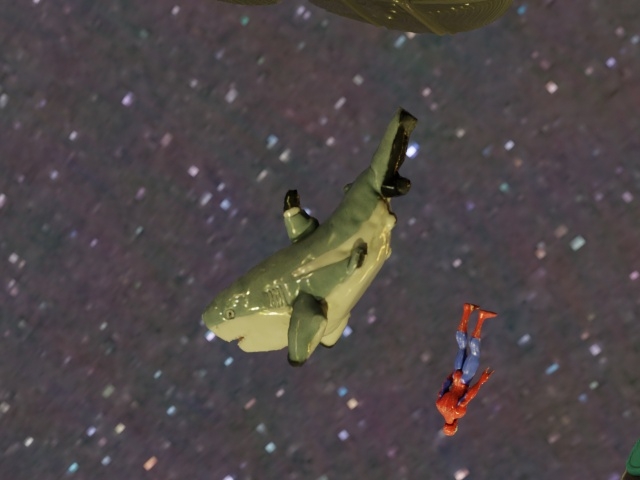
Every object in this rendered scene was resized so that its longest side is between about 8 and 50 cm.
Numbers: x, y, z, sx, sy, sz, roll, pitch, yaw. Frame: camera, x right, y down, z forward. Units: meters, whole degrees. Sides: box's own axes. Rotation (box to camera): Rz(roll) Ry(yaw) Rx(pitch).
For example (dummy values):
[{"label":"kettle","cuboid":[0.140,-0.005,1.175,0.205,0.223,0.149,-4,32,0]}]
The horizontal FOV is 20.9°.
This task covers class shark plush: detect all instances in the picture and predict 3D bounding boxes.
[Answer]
[{"label":"shark plush","cuboid":[0.000,0.000,0.940,0.067,0.161,0.073,37,-154,10]}]

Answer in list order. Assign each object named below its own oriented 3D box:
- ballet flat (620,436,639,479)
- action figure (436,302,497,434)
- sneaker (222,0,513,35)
[{"label":"ballet flat","cuboid":[0.179,0.139,0.860,0.086,0.086,0.248,46,-110,1]},{"label":"action figure","cuboid":[0.126,0.114,1.505,0.030,0.038,0.115,12,-83,-42]},{"label":"sneaker","cuboid":[0.024,-0.351,1.632,0.169,0.447,0.258,29,-100,-47]}]
